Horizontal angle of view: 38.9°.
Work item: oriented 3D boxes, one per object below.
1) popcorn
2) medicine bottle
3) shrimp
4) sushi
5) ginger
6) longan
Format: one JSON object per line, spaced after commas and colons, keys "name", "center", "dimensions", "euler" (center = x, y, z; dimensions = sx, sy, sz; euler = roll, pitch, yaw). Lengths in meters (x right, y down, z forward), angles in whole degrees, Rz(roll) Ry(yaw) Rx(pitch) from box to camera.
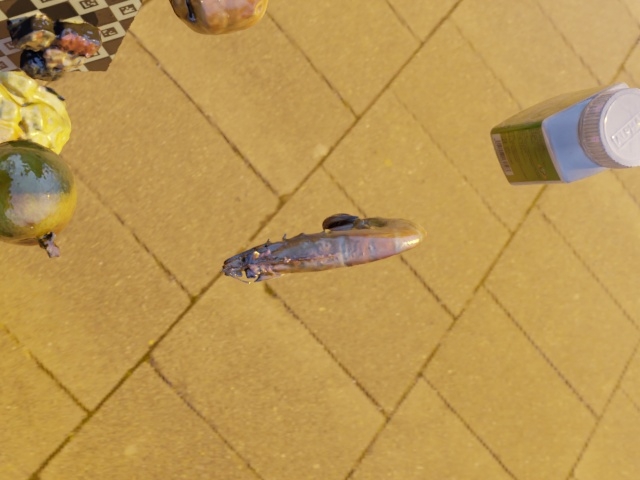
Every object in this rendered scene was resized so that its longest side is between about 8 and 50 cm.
{"name": "popcorn", "center": [-0.599, -0.230, 1.706], "dimensions": [0.252, 0.286, 0.215], "euler": [32, 86, 6]}
{"name": "medicine bottle", "center": [0.306, -0.125, 1.068], "dimensions": [0.132, 0.188, 0.088], "euler": [-26, 100, -17]}
{"name": "shrimp", "center": [0.000, -0.001, 0.783], "dimensions": [0.178, 0.124, 0.034], "euler": [-11, 106, -5]}
{"name": "sushi", "center": [-0.410, -0.298, 1.409], "dimensions": [0.231, 0.219, 0.047], "euler": [-7, 73, -32]}
{"name": "ginger", "center": [-0.154, -0.393, 1.153], "dimensions": [0.172, 0.165, 0.321], "euler": [-14, 63, -39]}
{"name": "longan", "center": [-0.393, -0.051, 1.207], "dimensions": [0.176, 0.145, 0.154], "euler": [62, 25, 4]}
